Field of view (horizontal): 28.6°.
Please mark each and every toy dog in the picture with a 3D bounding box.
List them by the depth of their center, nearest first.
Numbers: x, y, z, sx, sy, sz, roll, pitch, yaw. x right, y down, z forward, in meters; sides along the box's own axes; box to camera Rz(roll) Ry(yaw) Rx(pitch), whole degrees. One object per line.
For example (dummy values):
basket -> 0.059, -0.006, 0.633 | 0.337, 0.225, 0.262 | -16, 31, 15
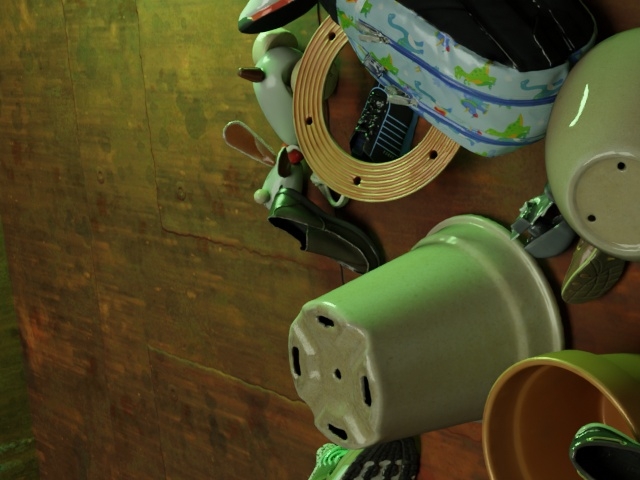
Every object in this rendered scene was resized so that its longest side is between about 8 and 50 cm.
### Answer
toy dog -> -0.082, -0.198, 2.166 | 0.220, 0.161, 0.334 | 8, 108, 52

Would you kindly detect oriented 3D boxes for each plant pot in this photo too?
plant pot -> 0.380, -0.085, 1.466 | 0.284, 0.191, 0.284 | 15, 124, 23
plant pot -> 0.385, 0.270, 1.660 | 0.291, 0.203, 0.291 | 21, 118, 48
plant pot -> 0.135, 0.156, 1.856 | 0.334, 0.305, 0.334 | 28, 125, 48

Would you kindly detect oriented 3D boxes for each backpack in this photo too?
backpack -> 0.202, -0.283, 1.687 | 0.355, 0.290, 0.273 | 31, 134, 36

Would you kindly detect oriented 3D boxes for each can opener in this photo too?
can opener -> 0.358, -0.067, 1.714 | 0.095, 0.076, 0.283 | 40, 140, -5

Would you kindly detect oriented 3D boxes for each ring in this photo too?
ring -> 0.099, -0.225, 1.934 | 0.336, 0.032, 0.337 | -3, 84, 36

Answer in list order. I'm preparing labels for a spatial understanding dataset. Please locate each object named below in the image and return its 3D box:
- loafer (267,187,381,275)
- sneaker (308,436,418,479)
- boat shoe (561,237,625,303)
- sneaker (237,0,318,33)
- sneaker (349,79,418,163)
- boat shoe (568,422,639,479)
loafer -> 0.000, 0.000, 2.137 | 0.220, 0.078, 0.080 | 32, 145, 10
sneaker -> 0.032, 0.426, 2.261 | 0.410, 0.158, 0.182 | -59, 38, 39
boat shoe -> 0.380, 0.015, 1.709 | 0.060, 0.064, 0.178 | -97, 24, -46
sneaker -> -0.051, -0.458, 2.074 | 0.270, 0.090, 0.145 | -29, 77, 39
sneaker -> 0.095, -0.178, 1.994 | 0.081, 0.090, 0.232 | 30, 125, 45
boat shoe -> 0.393, 0.284, 1.445 | 0.227, 0.068, 0.081 | 22, 102, 17
